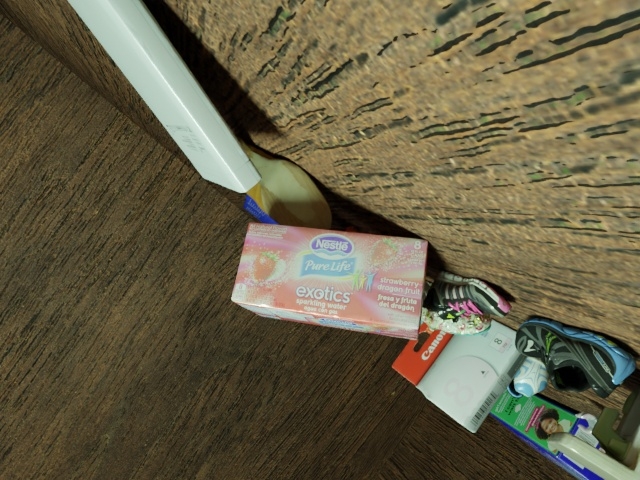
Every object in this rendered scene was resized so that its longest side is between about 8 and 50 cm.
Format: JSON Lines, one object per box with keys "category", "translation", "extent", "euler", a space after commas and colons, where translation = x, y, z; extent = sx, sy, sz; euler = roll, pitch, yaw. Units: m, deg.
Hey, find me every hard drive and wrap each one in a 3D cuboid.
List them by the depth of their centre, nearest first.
{"category": "hard drive", "translation": [-0.237, -0.235, 0.646], "extent": [0.353, 0.047, 0.233], "euler": [56, 164, -29]}

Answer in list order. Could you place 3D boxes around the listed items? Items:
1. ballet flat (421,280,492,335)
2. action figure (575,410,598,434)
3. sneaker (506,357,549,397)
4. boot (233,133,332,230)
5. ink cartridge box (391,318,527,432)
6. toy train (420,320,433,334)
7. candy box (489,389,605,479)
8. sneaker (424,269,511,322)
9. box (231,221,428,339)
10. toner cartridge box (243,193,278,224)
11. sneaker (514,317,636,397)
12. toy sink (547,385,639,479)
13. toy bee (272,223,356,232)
{"category": "ballet flat", "translation": [0.216, 0.116, 0.826], "extent": [0.077, 0.091, 0.241], "euler": [62, 162, -13]}
{"category": "action figure", "translation": [0.607, 0.424, 0.718], "extent": [0.275, 0.248, 0.370], "euler": [-8, 176, 11]}
{"category": "sneaker", "translation": [0.402, 0.277, 0.900], "extent": [0.085, 0.086, 0.237], "euler": [33, 173, 21]}
{"category": "boot", "translation": [-0.084, -0.101, 0.891], "extent": [0.295, 0.104, 0.211], "euler": [40, 179, 11]}
{"category": "ink cartridge box", "translation": [0.251, 0.218, 0.843], "extent": [0.066, 0.189, 0.232], "euler": [44, 171, -38]}
{"category": "toy train", "translation": [0.309, 0.236, 1.257], "extent": [0.125, 0.046, 0.166], "euler": [28, 170, 21]}
{"category": "candy box", "translation": [0.643, 0.529, 1.154], "extent": [0.268, 0.122, 0.317], "euler": [37, 172, -5]}
{"category": "sneaker", "translation": [0.223, 0.099, 0.690], "extent": [0.063, 0.075, 0.170], "euler": [40, 172, -21]}
{"category": "box", "translation": [0.024, 0.070, 0.744], "extent": [0.299, 0.142, 0.154], "euler": [6, 163, 14]}
{"category": "toner cartridge box", "translation": [-0.121, -0.084, 1.195], "extent": [0.165, 0.075, 0.348], "euler": [40, 172, -9]}
{"category": "sneaker", "translation": [0.316, 0.155, 0.582], "extent": [0.067, 0.078, 0.188], "euler": [39, 173, -7]}
{"category": "toy sink", "translation": [0.408, 0.243, 0.491], "extent": [0.234, 0.131, 0.153], "euler": [28, 169, 29]}
{"category": "toy bee", "translation": [0.000, 0.000, 0.954], "extent": [0.162, 0.298, 0.196], "euler": [-41, 66, 55]}
